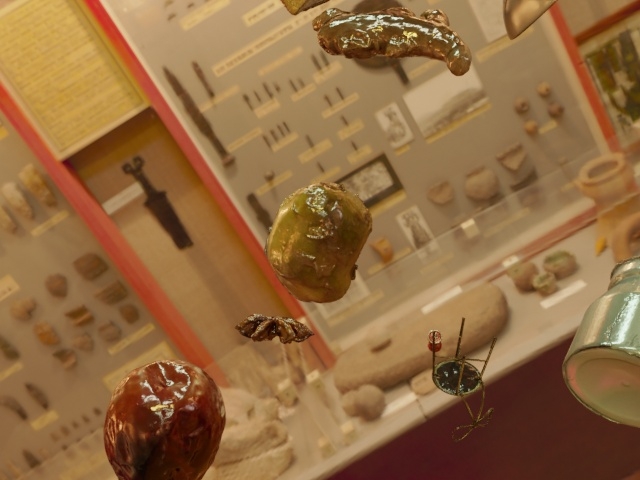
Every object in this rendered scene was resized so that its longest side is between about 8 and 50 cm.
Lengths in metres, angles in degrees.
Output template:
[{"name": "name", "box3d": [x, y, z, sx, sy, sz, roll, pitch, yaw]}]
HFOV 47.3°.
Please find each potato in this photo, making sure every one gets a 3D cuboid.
[{"name": "potato", "box3d": [0.000, 0.000, 1.780, 0.247, 0.299, 0.196, 8, -8, -12]}]

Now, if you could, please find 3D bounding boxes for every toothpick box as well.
[{"name": "toothpick box", "box3d": [0.352, 0.312, 2.251, 0.047, 0.083, 0.047, -4, 61, 7]}]

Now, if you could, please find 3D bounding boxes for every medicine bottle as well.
[{"name": "medicine bottle", "box3d": [0.650, 0.194, 1.479, 0.245, 0.245, 0.290, -10, 35, 47]}]

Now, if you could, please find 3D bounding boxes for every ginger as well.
[{"name": "ginger", "box3d": [0.118, -0.365, 1.281, 0.333, 0.080, 0.166, 10, 51, 27]}]

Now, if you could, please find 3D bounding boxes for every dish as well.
[{"name": "dish", "box3d": [0.328, -0.396, 1.104, 0.190, 0.066, 0.190, -49, 8, 9]}]

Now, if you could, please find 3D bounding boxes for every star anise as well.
[{"name": "star anise", "box3d": [-0.096, 0.183, 1.510, 0.168, 0.057, 0.168, 4, -7, 1]}]

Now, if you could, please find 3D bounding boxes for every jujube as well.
[{"name": "jujube", "box3d": [-0.215, 0.280, 1.018, 0.168, 0.236, 0.168, 7, 25, -3]}]

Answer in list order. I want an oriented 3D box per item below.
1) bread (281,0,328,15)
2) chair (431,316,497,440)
[{"name": "bread", "box3d": [0.033, -0.620, 1.617, 0.361, 0.138, 0.077, -38, 6, -38]}, {"name": "chair", "box3d": [0.407, 0.406, 2.135, 0.160, 0.325, 0.170, -23, 39, -30]}]
